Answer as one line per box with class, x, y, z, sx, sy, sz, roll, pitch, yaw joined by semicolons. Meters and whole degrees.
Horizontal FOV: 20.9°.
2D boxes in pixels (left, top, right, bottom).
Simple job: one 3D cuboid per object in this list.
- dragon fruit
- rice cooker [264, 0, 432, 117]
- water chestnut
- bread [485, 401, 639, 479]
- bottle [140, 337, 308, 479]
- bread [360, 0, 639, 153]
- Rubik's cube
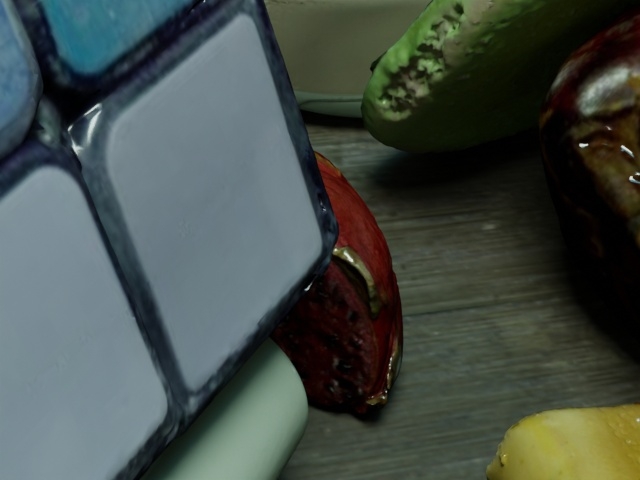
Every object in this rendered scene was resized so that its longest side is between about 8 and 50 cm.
dragon fruit;0.000;-0.001;0.964;0.127;0.121;0.161;18;35;1
rice cooker;0.031;-0.158;1.151;0.206;0.127;0.145;-8;43;-8
water chestnut;0.264;-0.027;0.960;0.244;0.289;0.289;-46;59;-8
bread;0.164;0.155;0.836;0.134;0.085;0.173;-1;39;-19
bottle;-0.096;0.137;0.787;0.104;0.104;0.245;21;41;12
bread;0.165;-0.134;1.044;0.301;0.301;0.045;-19;74;-30
Rubik's cube;-0.222;-0.045;0.740;0.316;0.318;0.313;-2;30;33
